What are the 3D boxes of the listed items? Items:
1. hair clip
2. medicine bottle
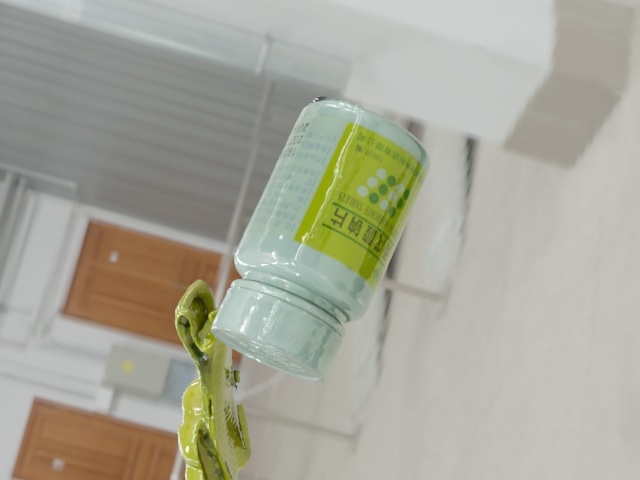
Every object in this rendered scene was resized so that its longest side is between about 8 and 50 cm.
[{"bbox_3d":[-0.074,0.114,1.034,0.072,0.046,0.173,-61,-25,-56],"label":"hair clip"},{"bbox_3d":[0.000,0.000,0.482,0.047,0.047,0.083,131,164,-75],"label":"medicine bottle"}]
